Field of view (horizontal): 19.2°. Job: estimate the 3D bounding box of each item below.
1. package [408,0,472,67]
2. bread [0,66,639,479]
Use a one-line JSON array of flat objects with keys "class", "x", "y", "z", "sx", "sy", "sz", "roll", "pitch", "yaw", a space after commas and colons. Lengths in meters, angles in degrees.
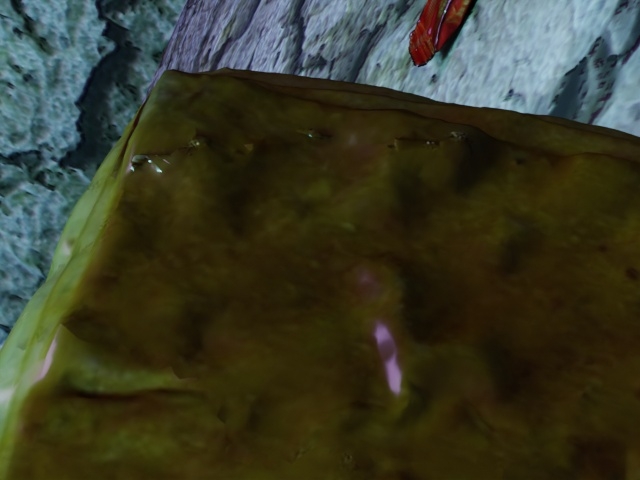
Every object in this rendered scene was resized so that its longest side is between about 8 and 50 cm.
[{"class": "package", "x": 0.111, "y": -0.211, "z": 1.273, "sx": 0.200, "sy": 0.022, "sz": 0.083, "roll": -61, "pitch": 15, "yaw": 17}, {"class": "bread", "x": 0.012, "y": 0.105, "z": 0.683, "sx": 0.167, "sy": 0.277, "sz": 0.325, "roll": 93, "pitch": -170, "yaw": -54}]
